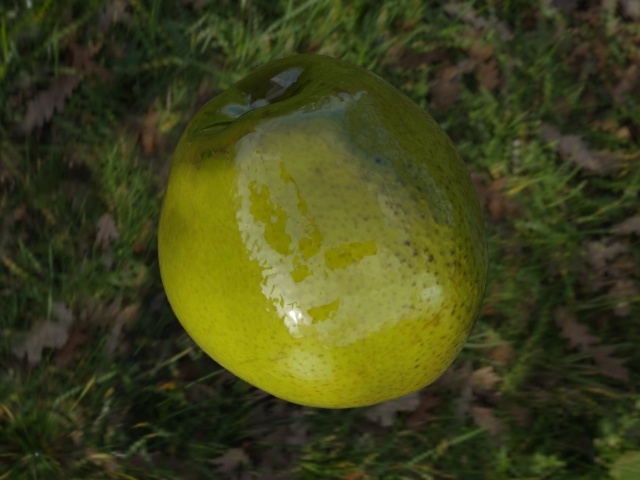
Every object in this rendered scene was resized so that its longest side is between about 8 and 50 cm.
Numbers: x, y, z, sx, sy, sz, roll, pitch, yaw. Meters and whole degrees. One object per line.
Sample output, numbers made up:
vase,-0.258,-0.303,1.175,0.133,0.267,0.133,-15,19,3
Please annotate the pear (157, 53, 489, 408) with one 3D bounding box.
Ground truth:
pear,0.000,0.001,0.865,0.198,0.198,0.198,1,82,-10
